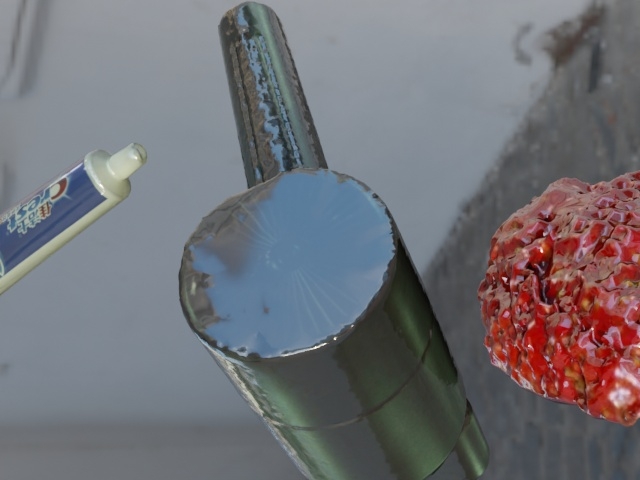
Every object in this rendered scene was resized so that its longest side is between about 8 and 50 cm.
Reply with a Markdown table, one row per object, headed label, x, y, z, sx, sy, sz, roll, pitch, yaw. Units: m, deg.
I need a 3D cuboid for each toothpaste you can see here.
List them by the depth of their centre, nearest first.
| label | x | y | z | sx | sy | sz | roll | pitch | yaw |
| --- | --- | --- | --- | --- | --- | --- | --- | --- | --- |
| toothpaste | -0.245 | -0.003 | 1.163 | 0.069 | 0.268 | 0.047 | 56 | -158 | -2 |

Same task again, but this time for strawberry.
| label | x | y | z | sx | sy | sz | roll | pitch | yaw |
| --- | --- | --- | --- | --- | --- | --- | --- | --- | --- |
| strawberry | 0.160 | 0.029 | 0.845 | 0.228 | 0.174 | 0.098 | -48 | -53 | -61 |

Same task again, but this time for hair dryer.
| label | x | y | z | sx | sy | sz | roll | pitch | yaw |
| --- | --- | --- | --- | --- | --- | --- | --- | --- | --- |
| hair dryer | 0.000 | 0.000 | 0.835 | 0.244 | 0.116 | 0.302 | 64 | -169 | -53 |
